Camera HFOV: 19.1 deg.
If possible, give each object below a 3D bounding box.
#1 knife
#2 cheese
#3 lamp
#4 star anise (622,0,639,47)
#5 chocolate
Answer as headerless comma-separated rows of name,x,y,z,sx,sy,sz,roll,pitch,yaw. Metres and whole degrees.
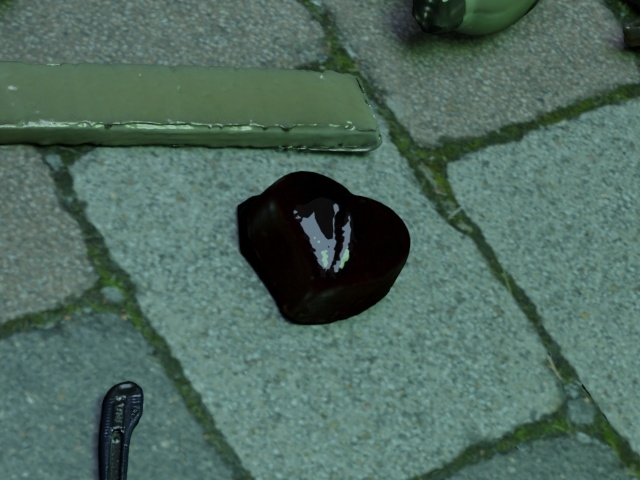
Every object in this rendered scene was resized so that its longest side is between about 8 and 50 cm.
knife,-0.152,0.159,1.435,0.031,0.018,0.121,11,54,-14
cheese,-0.138,-0.117,1.636,0.400,0.034,0.085,1,56,-24
lamp,0.174,-0.256,1.835,0.101,0.101,0.250,46,44,13
star anise,0.410,-0.231,1.930,0.262,0.081,0.230,-12,60,-18
chocolate,0.000,0.000,1.580,0.148,0.080,0.125,30,49,-3
